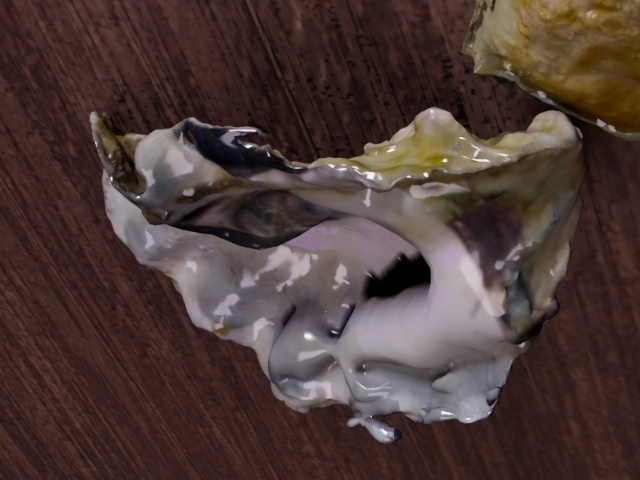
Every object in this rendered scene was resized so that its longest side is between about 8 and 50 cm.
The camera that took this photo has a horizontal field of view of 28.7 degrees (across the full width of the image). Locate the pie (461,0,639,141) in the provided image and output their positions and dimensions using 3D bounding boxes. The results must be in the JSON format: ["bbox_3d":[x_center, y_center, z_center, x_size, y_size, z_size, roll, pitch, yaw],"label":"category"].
[{"bbox_3d":[0.139,-0.144,0.513,0.129,0.068,0.282,25,144,7],"label":"pie"}]

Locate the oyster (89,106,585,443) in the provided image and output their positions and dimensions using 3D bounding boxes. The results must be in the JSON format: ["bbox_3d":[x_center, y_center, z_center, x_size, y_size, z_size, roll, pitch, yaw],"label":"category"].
[{"bbox_3d":[0.001,-0.001,0.704,0.351,0.115,0.238,-17,123,47],"label":"oyster"}]
